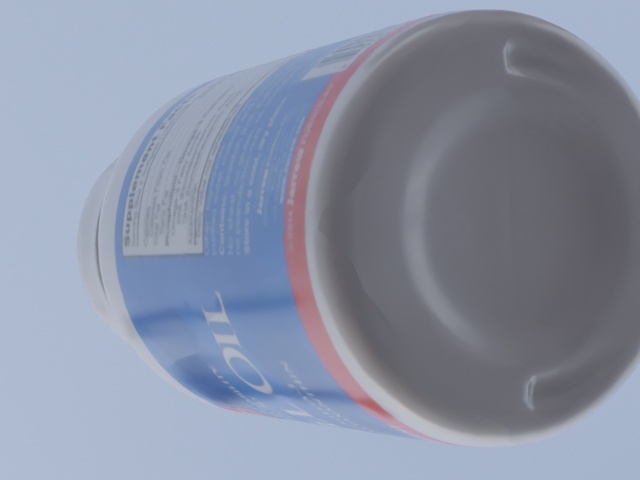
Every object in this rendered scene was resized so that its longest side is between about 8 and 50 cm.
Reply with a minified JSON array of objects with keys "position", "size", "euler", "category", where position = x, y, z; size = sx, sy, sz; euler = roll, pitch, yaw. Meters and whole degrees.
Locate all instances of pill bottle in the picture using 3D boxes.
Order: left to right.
[{"position":[0.000,0.000,0.496],"size":[0.124,0.221,0.124],"euler":[1,-93,-29],"category":"pill bottle"}]
